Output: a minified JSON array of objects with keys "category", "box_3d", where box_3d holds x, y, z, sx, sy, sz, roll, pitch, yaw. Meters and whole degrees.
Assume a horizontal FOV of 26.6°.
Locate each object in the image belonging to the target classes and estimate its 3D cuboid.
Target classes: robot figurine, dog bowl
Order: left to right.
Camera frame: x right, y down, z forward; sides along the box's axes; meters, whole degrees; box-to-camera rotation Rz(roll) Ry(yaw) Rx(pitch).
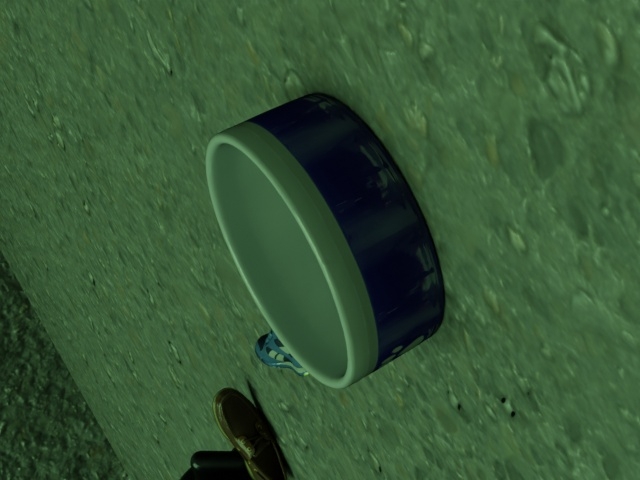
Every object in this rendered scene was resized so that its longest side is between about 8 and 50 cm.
[{"category":"robot figurine","box_3d":[-0.141,0.450,2.151,0.173,0.209,0.278,32,148,37]},{"category":"dog bowl","box_3d":[0.000,0.000,1.272,0.265,0.104,0.265,52,159,29]}]

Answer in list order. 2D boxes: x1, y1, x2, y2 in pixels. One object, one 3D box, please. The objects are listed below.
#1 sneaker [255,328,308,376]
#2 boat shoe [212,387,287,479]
[{"category":"sneaker","box_3d":[-0.038,0.121,1.625,0.144,0.053,0.059,4,121,59]},{"category":"boat shoe","box_3d":[-0.099,0.296,2.017,0.060,0.064,0.178,10,132,61]}]
